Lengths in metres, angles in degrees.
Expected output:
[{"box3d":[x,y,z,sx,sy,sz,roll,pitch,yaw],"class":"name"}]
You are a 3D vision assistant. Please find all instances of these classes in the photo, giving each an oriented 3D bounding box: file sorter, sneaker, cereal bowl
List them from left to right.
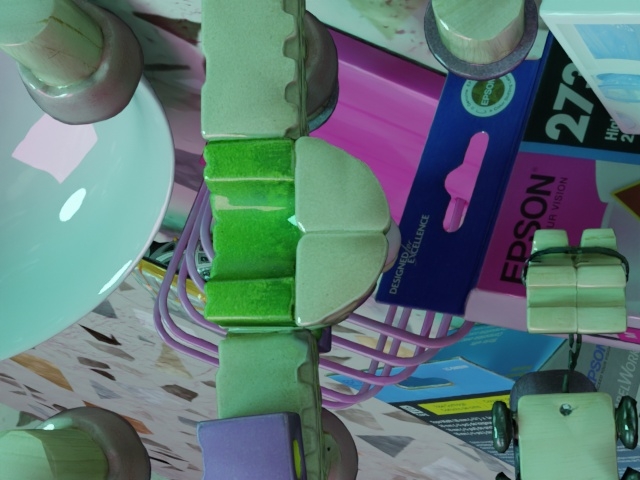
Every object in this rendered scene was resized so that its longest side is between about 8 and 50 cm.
[{"box3d":[-0.286,-0.058,1.098,0.141,0.339,0.339,57,-173,37],"class":"cereal bowl"},{"box3d":[-0.101,0.031,1.439,0.214,0.083,0.084,19,162,19],"class":"sneaker"},{"box3d":[0.000,0.000,1.080,0.202,0.182,0.291,21,161,-6],"class":"file sorter"}]

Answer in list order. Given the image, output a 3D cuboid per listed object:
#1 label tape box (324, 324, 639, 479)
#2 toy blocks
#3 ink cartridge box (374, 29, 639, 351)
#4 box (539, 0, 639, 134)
[{"box3d":[0.210,0.139,1.381,0.333,0.106,0.240,29,159,-22],"class":"label tape box"},{"box3d":[-0.003,0.013,0.785,0.308,0.289,0.260,-2,172,7],"class":"toy blocks"},{"box3d":[0.206,-0.026,0.805,0.370,0.176,0.069,8,160,32],"class":"ink cartridge box"},{"box3d":[0.219,-0.113,0.658,0.203,0.103,0.114,5,157,36],"class":"box"}]
